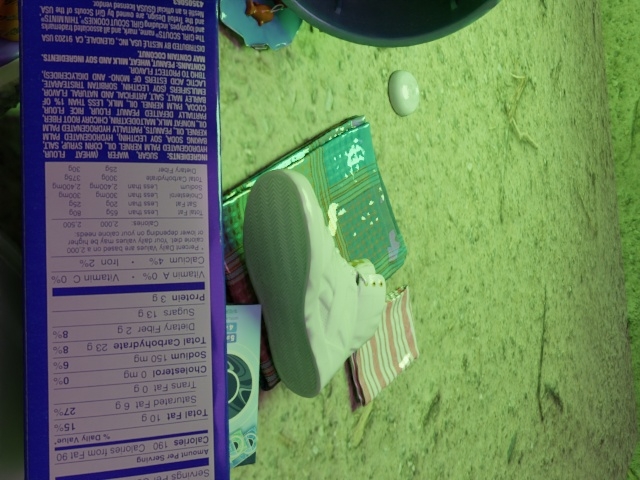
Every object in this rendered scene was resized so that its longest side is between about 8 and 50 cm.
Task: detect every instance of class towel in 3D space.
[{"bbox_3d":[0.000,0.000,0.818,0.370,0.040,0.272,-38,117,-43],"label":"towel"},{"bbox_3d":[0.114,0.173,0.960,0.197,0.029,0.144,-25,109,-48],"label":"towel"}]

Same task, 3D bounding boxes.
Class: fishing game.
[{"bbox_3d":[-0.079,-0.340,0.729,0.264,0.041,0.189,-11,95,-50],"label":"fishing game"}]

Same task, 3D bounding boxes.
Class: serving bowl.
[{"bbox_3d":[0.157,-0.268,1.019,0.083,0.027,0.083,2,87,-50],"label":"serving bowl"}]

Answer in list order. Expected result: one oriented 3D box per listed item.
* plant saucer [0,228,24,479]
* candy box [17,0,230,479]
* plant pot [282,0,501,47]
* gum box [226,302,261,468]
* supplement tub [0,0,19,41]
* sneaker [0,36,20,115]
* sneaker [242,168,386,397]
[{"bbox_3d":[-0.321,0.146,0.307,0.400,0.100,0.401,-19,118,-41],"label":"plant saucer"},{"bbox_3d":[-0.138,0.015,0.440,0.122,0.268,0.317,-1,88,-14],"label":"candy box"},{"bbox_3d":[0.100,-0.494,0.719,0.341,0.341,0.334,43,44,-41],"label":"plant pot"},{"bbox_3d":[-0.143,0.162,0.621,0.156,0.041,0.185,4,86,-39],"label":"gum box"},{"bbox_3d":[-0.240,-0.314,0.344,0.338,0.207,0.207,56,48,-13],"label":"supplement tub"},{"bbox_3d":[-0.310,-0.134,0.395,0.146,0.102,0.293,56,49,-21],"label":"sneaker"},{"bbox_3d":[0.002,0.033,0.725,0.169,0.108,0.293,-31,123,-46],"label":"sneaker"}]
